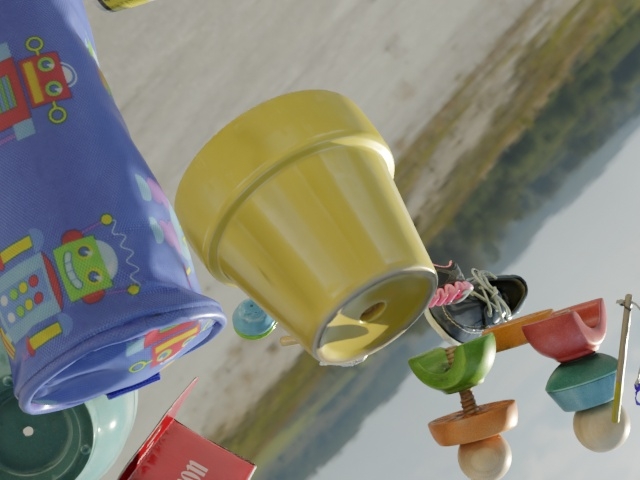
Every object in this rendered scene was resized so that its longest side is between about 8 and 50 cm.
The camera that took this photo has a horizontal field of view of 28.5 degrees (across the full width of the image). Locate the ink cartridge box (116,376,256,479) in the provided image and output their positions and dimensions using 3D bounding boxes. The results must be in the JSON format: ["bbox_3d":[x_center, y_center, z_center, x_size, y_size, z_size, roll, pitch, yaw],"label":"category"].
[{"bbox_3d":[-0.184,0.332,1.419,0.272,0.130,0.309,-61,179,15],"label":"ink cartridge box"}]

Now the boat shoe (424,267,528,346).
[{"bbox_3d":[0.223,0.091,1.737,0.079,0.095,0.254,-40,163,24],"label":"boat shoe"}]

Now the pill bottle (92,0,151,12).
[{"bbox_3d":[-0.171,-0.269,1.242,0.116,0.065,0.065,-12,-170,25],"label":"pill bottle"}]

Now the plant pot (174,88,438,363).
[{"bbox_3d":[0.000,0.000,1.417,0.254,0.239,0.254,-27,151,-16],"label":"plant pot"}]

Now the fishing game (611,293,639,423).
[{"bbox_3d":[0.404,0.136,1.160,0.041,0.264,0.189,-45,135,-60],"label":"fishing game"}]

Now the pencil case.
[{"bbox_3d":[-0.156,-0.054,0.709,0.119,0.306,0.133,-22,160,-6],"label":"pencil case"}]

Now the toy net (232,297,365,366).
[{"bbox_3d":[-0.021,0.129,1.921,0.122,0.232,0.045,-49,152,-31],"label":"toy net"}]

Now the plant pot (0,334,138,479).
[{"bbox_3d":[-0.388,0.233,1.681,0.293,0.293,0.196,-45,-167,-1],"label":"plant pot"}]

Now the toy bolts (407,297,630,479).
[{"bbox_3d":[0.250,0.166,1.403,0.228,0.158,0.218,-22,175,43],"label":"toy bolts"}]

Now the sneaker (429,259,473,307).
[{"bbox_3d":[0.122,0.051,1.502,0.119,0.057,0.047,-8,156,-27],"label":"sneaker"}]
